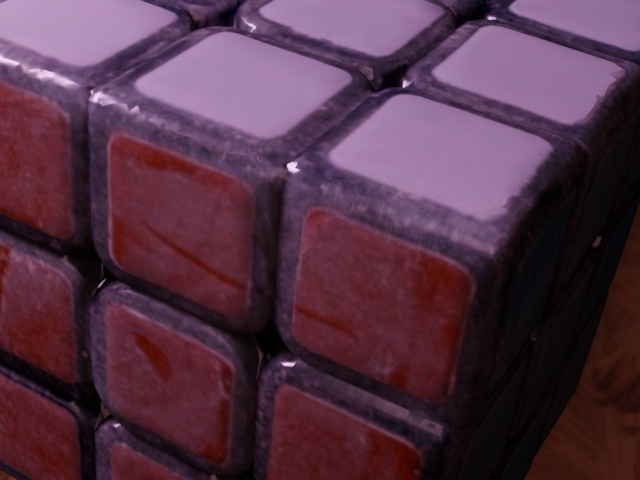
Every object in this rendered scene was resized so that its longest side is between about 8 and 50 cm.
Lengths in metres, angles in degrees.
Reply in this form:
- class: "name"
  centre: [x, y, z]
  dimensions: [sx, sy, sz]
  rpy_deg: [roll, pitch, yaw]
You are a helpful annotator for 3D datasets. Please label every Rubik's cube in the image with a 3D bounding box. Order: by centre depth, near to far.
- class: "Rubik's cube"
  centre: [0.000, 0.000, 0.644]
  dimensions: [0.304, 0.301, 0.305]
  rpy_deg: [25, 130, 20]
